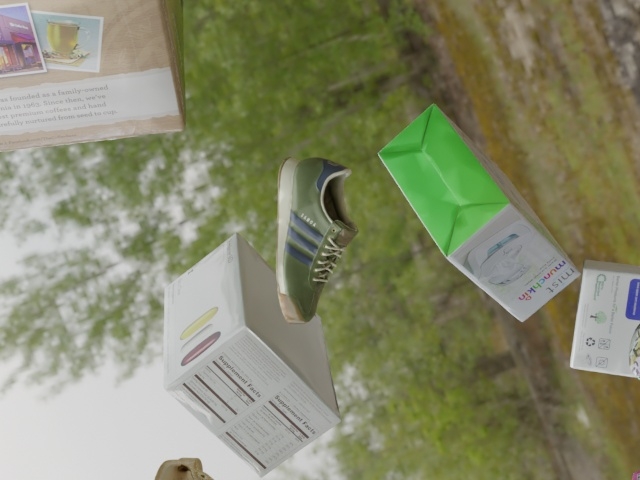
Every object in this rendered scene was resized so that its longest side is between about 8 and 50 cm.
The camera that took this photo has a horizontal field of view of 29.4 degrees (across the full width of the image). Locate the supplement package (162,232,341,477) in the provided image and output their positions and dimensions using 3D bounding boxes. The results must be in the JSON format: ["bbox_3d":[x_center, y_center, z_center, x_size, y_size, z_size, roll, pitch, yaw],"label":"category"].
[{"bbox_3d":[-0.100,0.153,1.697,0.204,0.145,0.262,47,-167,-25],"label":"supplement package"}]

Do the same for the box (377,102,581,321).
[{"bbox_3d":[0.236,-0.039,1.841,0.231,0.127,0.262,37,-163,-42],"label":"box"}]

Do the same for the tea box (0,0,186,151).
[{"bbox_3d":[-0.312,-0.270,1.209,0.220,0.329,0.323,84,179,-46],"label":"tea box"}]

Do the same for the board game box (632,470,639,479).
[{"bbox_3d":[0.409,0.238,1.008,0.097,0.303,0.224,61,-155,-11],"label":"board game box"}]

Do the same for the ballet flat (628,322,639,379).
[{"bbox_3d":[0.255,0.052,0.890,0.041,0.114,0.041,27,145,22],"label":"ballet flat"}]

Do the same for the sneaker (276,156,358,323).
[{"bbox_3d":[0.000,0.000,1.384,0.064,0.086,0.192,-1,-90,-66],"label":"sneaker"}]

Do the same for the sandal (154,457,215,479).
[{"bbox_3d":[-0.170,0.342,1.688,0.240,0.079,0.088,1,-92,-84],"label":"sandal"}]

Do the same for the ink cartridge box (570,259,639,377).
[{"bbox_3d":[0.552,0.131,1.832,0.065,0.333,0.165,-43,-40,-72],"label":"ink cartridge box"}]
